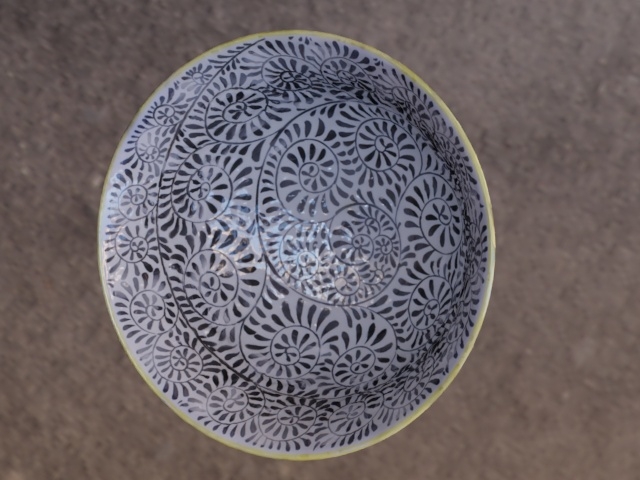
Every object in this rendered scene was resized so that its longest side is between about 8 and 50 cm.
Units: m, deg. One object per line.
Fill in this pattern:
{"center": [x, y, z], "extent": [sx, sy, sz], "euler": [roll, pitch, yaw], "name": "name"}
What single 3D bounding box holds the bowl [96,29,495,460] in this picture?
{"center": [0.000, 0.000, 0.720], "extent": [0.170, 0.170, 0.080], "euler": [-68, 163, 11], "name": "bowl"}
